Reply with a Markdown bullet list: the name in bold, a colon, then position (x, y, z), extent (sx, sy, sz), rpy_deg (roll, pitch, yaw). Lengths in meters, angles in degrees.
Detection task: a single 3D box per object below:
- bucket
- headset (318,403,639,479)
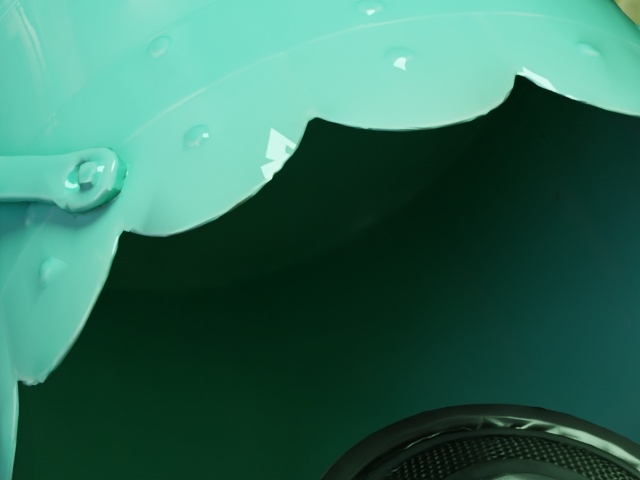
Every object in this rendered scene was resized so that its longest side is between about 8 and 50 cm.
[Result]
- **bucket**: position (0.000, 0.000, 0.631), extent (0.281, 0.281, 0.183), rpy_deg (-52, 44, 28)
- **headset**: position (0.085, 0.169, 0.553), extent (0.394, 0.243, 0.185), rpy_deg (-21, 43, 16)
